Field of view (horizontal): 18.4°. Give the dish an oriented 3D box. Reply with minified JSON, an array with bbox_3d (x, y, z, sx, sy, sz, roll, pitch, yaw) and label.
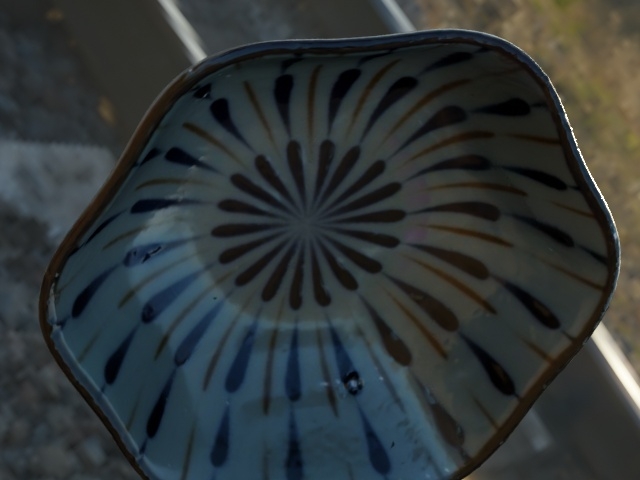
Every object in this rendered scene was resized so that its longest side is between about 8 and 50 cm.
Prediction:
[{"bbox_3d":[0.000,0.000,0.650,0.191,0.191,0.066,43,13,-31],"label":"dish"}]
